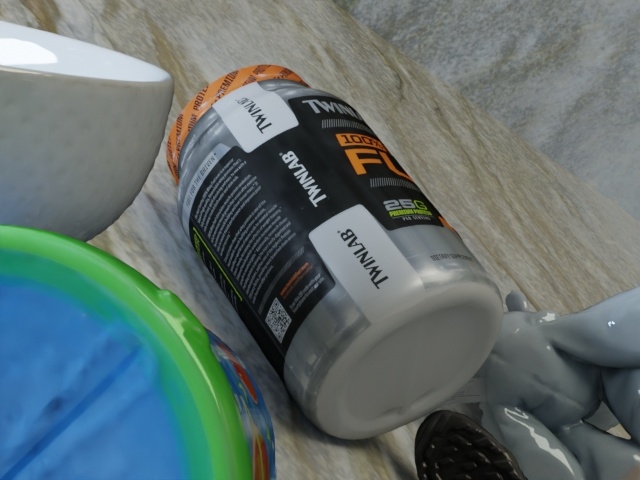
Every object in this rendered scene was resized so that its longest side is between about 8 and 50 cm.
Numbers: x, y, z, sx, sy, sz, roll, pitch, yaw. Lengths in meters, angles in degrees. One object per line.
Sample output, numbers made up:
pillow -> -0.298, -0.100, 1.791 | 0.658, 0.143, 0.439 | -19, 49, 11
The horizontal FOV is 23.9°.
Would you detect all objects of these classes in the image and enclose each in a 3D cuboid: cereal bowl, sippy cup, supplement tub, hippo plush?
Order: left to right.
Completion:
cereal bowl -> -0.258, -0.057, 0.835 | 0.338, 0.141, 0.339 | 11, 9, -2
sippy cup -> -0.123, 0.114, 0.728 | 0.305, 0.240, 0.224 | 54, 7, 9
supplement tub -> 0.000, 0.000, 1.314 | 0.193, 0.193, 0.316 | 20, 27, -52
hippo plush -> 0.225, 0.162, 1.505 | 0.294, 0.234, 0.236 | 1, -5, 5

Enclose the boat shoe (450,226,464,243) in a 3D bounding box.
boat shoe -> 0.057, 0.022, 1.612 | 0.285, 0.089, 0.105 | 17, 56, -50

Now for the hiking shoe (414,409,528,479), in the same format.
hiking shoe -> 0.163, 0.243, 1.305 | 0.227, 0.086, 0.114 | 51, 4, 11
